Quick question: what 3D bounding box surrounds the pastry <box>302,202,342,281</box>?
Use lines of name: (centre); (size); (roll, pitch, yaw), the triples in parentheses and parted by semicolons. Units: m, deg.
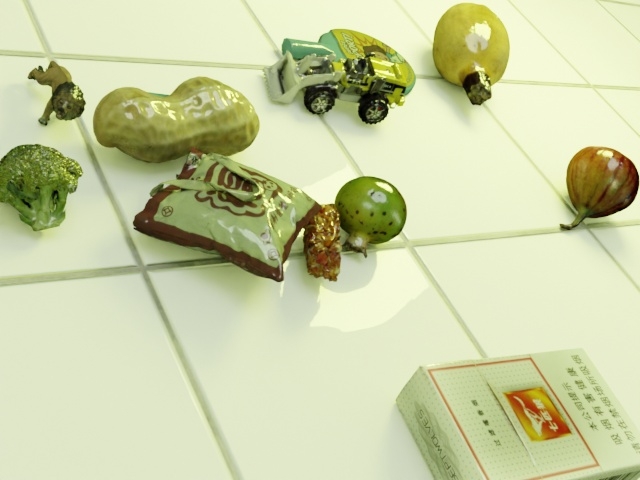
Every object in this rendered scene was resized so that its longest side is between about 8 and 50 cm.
pastry: (0.000, 0.002, 1.354); (0.063, 0.087, 0.169); (3, 29, -4)

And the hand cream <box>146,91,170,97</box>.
hand cream: (-0.225, -0.227, 1.507); (0.224, 0.048, 0.083); (-1, 45, -40)

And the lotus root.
lotus root: (0.352, -0.432, 1.995); (0.183, 0.183, 0.310); (18, 45, -13)

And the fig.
fig: (0.593, -0.107, 1.799); (0.148, 0.149, 0.202); (30, 55, -48)

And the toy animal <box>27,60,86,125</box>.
toy animal: (-0.423, -0.236, 1.373); (0.069, 0.086, 0.220); (-1, 29, -36)

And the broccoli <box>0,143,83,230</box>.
broccoli: (-0.391, -0.074, 1.179); (0.130, 0.131, 0.120); (-17, 98, -45)

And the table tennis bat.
table tennis bat: (0.068, -0.396, 1.875); (0.329, 0.044, 0.215); (4, 47, -30)

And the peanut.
peanut: (-0.229, -0.196, 1.390); (0.298, 0.136, 0.120); (-12, 9, -39)

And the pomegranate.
pomegranate: (0.081, -0.045, 1.440); (0.130, 0.130, 0.130); (17, 40, -15)

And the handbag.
handbag: (-0.131, -0.039, 1.288); (0.235, 0.127, 0.213); (20, 41, 7)

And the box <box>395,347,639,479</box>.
box: (0.297, 0.274, 1.231); (0.330, 0.095, 0.210); (-1, 47, -31)

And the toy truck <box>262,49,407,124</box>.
toy truck: (0.034, -0.321, 1.708); (0.286, 0.111, 0.136); (4, 46, -21)
